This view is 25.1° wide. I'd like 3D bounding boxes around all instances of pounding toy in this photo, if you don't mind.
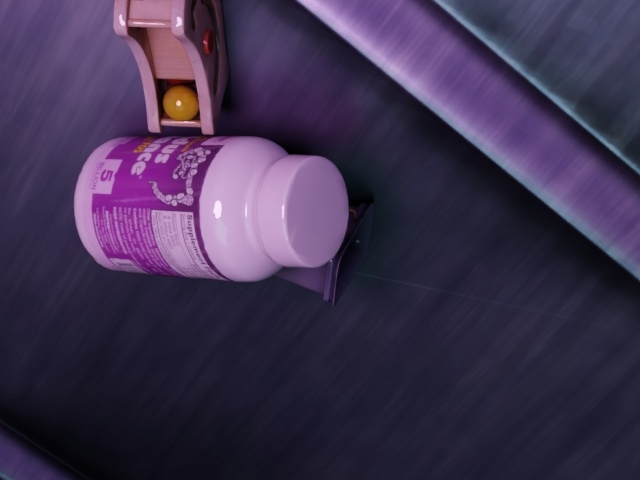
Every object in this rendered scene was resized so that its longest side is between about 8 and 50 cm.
[{"bbox_3d":[-0.129,-0.236,1.574,0.155,0.154,0.269,3,128,10],"label":"pounding toy"}]

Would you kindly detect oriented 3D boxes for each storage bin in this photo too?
[{"bbox_3d":[0.000,0.000,1.748,0.091,0.135,0.098,16,129,12],"label":"storage bin"}]

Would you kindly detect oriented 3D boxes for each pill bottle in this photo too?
[{"bbox_3d":[-0.124,-0.038,1.663,0.302,0.169,0.169,3,130,35],"label":"pill bottle"}]
